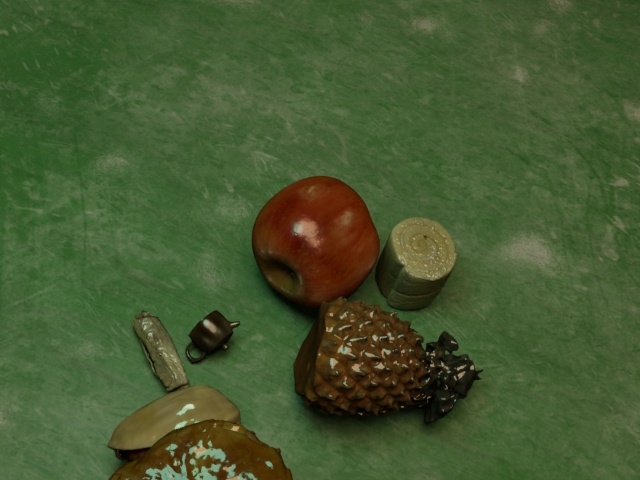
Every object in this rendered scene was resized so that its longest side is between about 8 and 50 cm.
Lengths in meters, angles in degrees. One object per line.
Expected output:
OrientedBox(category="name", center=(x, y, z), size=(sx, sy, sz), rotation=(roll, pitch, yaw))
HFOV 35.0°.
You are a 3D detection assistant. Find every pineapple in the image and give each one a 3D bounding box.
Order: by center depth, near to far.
OrientedBox(category="pineapple", center=(0.144, 0.240, 1.865), size=(0.358, 0.223, 0.222), rotation=(16, 56, -13))

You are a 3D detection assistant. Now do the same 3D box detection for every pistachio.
OrientedBox(category="pistachio", center=(-0.247, 0.342, 1.757), size=(0.230, 0.157, 0.157), rotation=(-21, 63, -13))

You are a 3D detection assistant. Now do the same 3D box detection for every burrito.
OrientedBox(category="burrito", center=(-0.303, 0.205, 1.902), size=(0.058, 0.045, 0.188), rotation=(-4, 53, -41))

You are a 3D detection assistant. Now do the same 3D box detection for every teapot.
OrientedBox(category="teapot", center=(-0.205, 0.185, 1.915), size=(0.121, 0.076, 0.068), rotation=(-44, 81, -1))

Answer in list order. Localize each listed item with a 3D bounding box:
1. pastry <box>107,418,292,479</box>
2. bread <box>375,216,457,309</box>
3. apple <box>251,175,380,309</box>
OrientedBox(category="pastry", center=(-0.188, 0.417, 1.517), size=(0.311, 0.162, 0.255), rotation=(-27, 62, -27))
OrientedBox(category="bread", center=(0.189, 0.047, 2.021), size=(0.134, 0.141, 0.148), rotation=(-2, 60, -14))
OrientedBox(category="apple", center=(0.000, 0.000, 1.967), size=(0.242, 0.242, 0.241), rotation=(39, 58, 15))
